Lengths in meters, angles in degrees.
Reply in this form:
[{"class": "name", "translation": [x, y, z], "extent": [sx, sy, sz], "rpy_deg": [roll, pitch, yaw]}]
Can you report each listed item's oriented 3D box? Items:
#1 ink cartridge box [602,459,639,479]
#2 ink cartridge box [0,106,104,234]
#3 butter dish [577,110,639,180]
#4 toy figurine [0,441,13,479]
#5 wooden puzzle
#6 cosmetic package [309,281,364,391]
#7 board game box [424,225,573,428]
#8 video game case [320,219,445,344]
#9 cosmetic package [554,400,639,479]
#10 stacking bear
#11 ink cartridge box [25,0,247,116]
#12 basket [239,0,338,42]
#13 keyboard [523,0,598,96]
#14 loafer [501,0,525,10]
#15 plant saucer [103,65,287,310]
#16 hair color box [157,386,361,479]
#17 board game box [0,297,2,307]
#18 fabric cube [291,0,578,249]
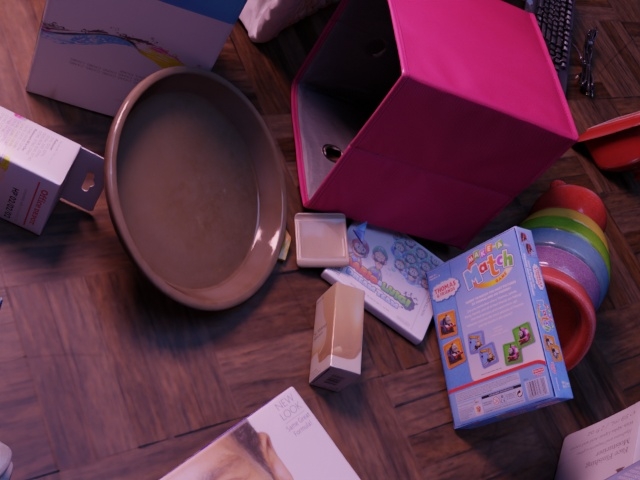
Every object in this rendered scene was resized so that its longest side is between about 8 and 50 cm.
[{"class": "ink cartridge box", "translation": [0.365, 0.363, 0.807], "extent": [0.396, 0.151, 0.269], "rpy_deg": [-25, 91, -9]}, {"class": "ink cartridge box", "translation": [-0.323, -0.074, 0.864], "extent": [0.181, 0.104, 0.061], "rpy_deg": [26, 50, -14]}, {"class": "butter dish", "translation": [0.553, -0.162, 1.442], "extent": [0.160, 0.160, 0.118], "rpy_deg": [-22, 96, -39]}, {"class": "toy figurine", "translation": [-0.329, 0.258, 0.624], "extent": [0.213, 0.148, 0.209], "rpy_deg": [-4, 57, -30]}, {"class": "wooden puzzle", "translation": [0.000, 0.000, 1.048], "extent": [0.116, 0.014, 0.078], "rpy_deg": [6, 68, -6]}, {"class": "cosmetic package", "translation": [0.020, 0.114, 0.977], "extent": [0.041, 0.060, 0.115], "rpy_deg": [19, 51, -19]}, {"class": "board game box", "translation": [0.213, 0.111, 1.014], "extent": [0.039, 0.160, 0.211], "rpy_deg": [9, 62, -37]}, {"class": "video game case", "translation": [0.092, 0.042, 1.095], "extent": [0.157, 0.019, 0.143], "rpy_deg": [36, 48, -5]}, {"class": "cosmetic package", "translation": [0.384, 0.327, 0.995], "extent": [0.151, 0.151, 0.183], "rpy_deg": [36, 48, -4]}, {"class": "stacking bear", "translation": [0.334, 0.024, 1.170], "extent": [0.175, 0.164, 0.289], "rpy_deg": [39, 44, -4]}, {"class": "ink cartridge box", "translation": [-0.212, -0.300, 0.970], "extent": [0.197, 0.270, 0.198], "rpy_deg": [14, 54, -21]}, {"class": "basket", "translation": [-0.025, -0.506, 1.105], "extent": [0.267, 0.331, 0.328], "rpy_deg": [-31, 91, -19]}, {"class": "keyboard", "translation": [0.463, -0.395, 1.563], "extent": [0.202, 0.033, 0.317], "rpy_deg": [29, 59, -25]}, {"class": "loafer", "translation": [0.367, -0.535, 1.601], "extent": [0.080, 0.078, 0.220], "rpy_deg": [12, 55, -25]}, {"class": "plant saucer", "translation": [-0.139, -0.057, 0.933], "extent": [0.278, 0.041, 0.277], "rpy_deg": [14, 72, -51]}, {"class": "hair color box", "translation": [-0.010, 0.335, 0.784], "extent": [0.185, 0.110, 0.338], "rpy_deg": [-30, 77, -39]}, {"class": "board game box", "translation": [-0.421, 0.105, 0.518], "extent": [0.308, 0.086, 0.301], "rpy_deg": [27, 50, -10]}, {"class": "fabric cube", "translation": [0.135, -0.179, 1.099], "extent": [0.258, 0.259, 0.254], "rpy_deg": [14, 48, -25]}]
